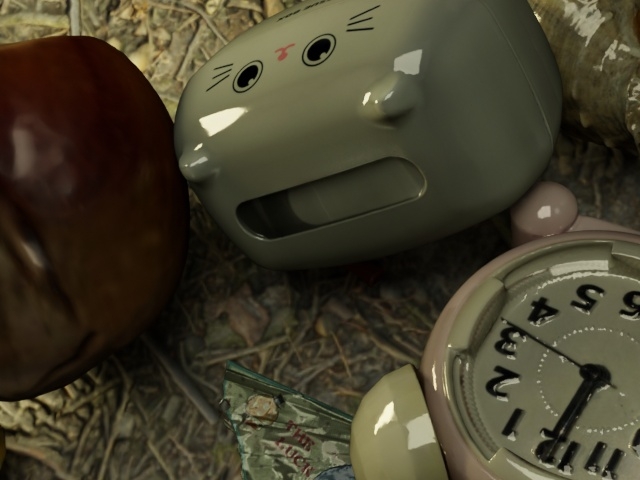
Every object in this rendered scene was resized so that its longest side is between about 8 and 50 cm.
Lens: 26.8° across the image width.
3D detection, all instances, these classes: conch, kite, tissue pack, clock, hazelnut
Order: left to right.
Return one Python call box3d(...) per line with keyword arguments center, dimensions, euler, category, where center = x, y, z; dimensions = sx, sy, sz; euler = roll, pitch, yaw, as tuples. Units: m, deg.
box3d(center=(-0.292, -0.025, 1.258), dimensions=(0.372, 0.315, 0.372), euler=(-1, 62, 3), category="hazelnut")
box3d(center=(-0.013, 0.277, 1.222), dimensions=(0.368, 0.014, 0.406), euler=(-18, 62, 2), category="kite")
box3d(center=(0.036, -0.102, 1.208), dimensions=(0.333, 0.229, 0.236), euler=(-16, 28, 34), category="tissue pack")
box3d(center=(0.224, 0.144, 1.118), dimensions=(0.342, 0.184, 0.326), euler=(20, 56, 27), category="clock")
box3d(center=(0.290, -0.161, 1.298), dimensions=(0.210, 0.159, 0.291), euler=(-5, 64, -32), category="conch")

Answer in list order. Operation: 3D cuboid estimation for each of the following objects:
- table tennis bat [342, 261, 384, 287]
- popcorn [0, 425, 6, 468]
box3d(center=(0.000, 0.000, 1.355), dimensions=(0.155, 0.019, 0.098), euler=(34, 73, 27), category="table tennis bat")
box3d(center=(-0.412, 0.250, 1.215), dimensions=(0.265, 0.225, 0.332), euler=(12, 45, 5), category="popcorn")
